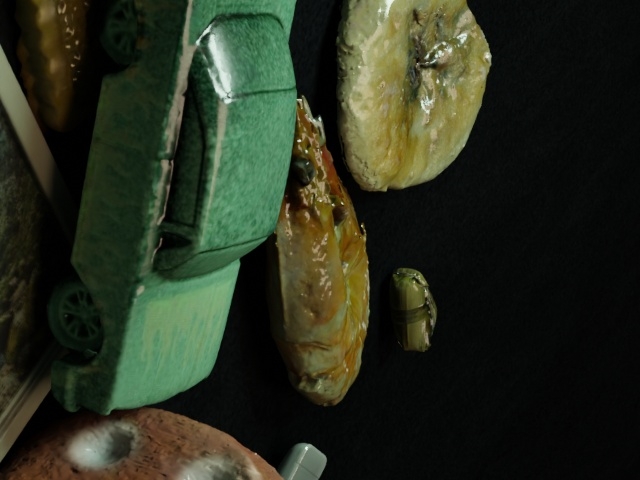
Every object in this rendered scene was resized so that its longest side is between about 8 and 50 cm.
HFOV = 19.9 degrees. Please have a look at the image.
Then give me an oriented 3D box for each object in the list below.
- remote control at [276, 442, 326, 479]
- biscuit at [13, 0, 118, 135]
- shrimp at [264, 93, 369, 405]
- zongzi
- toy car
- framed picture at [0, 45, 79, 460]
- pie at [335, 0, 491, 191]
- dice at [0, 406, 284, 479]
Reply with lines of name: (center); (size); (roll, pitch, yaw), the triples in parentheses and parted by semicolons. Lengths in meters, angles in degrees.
remote control: (-0.050, 0.247, 1.461); (0.184, 0.027, 0.050); (-63, 150, -12)
biscuit: (-0.127, -0.200, 1.062); (0.172, 0.029, 0.255); (-49, 144, -42)
shrimp: (-0.001, 0.000, 1.389); (0.154, 0.062, 0.294); (-66, 158, -43)
zongzi: (0.086, 0.046, 1.604); (0.083, 0.040, 0.076); (-56, 143, -55)
toy car: (-0.080, -0.049, 1.101); (0.141, 0.097, 0.321); (-15, 121, -61)
framed picture: (-0.235, 0.074, 1.014); (0.324, 0.020, 0.240); (-57, 148, -31)
pie: (0.065, -0.128, 1.448); (0.185, 0.052, 0.218); (-58, 148, -18)
dice: (-0.120, 0.222, 1.147); (0.174, 0.179, 0.175); (-51, 150, -40)
